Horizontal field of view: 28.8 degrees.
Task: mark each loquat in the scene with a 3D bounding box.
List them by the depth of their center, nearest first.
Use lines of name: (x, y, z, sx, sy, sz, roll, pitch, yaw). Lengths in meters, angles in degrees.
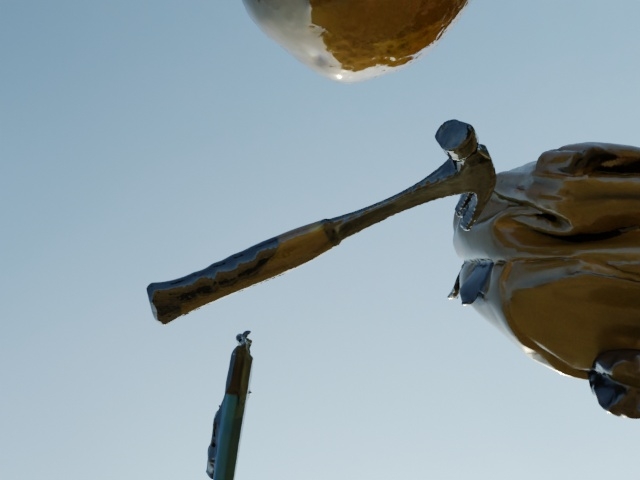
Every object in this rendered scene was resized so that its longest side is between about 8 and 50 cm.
loquat: (0.032, -0.214, 0.913, 0.187, 0.176, 0.234, -55, 1, 17)

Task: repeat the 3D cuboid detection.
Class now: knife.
knife: (-0.080, 0.204, 0.940, 0.026, 0.044, 0.296, 9, -79, -6)

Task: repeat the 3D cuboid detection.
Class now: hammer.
hammer: (0.000, 0.000, 0.662, 0.201, 0.021, 0.078, -24, -33, 11)

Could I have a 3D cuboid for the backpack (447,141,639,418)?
backpack: (0.299, 0.026, 1.057, 0.353, 0.378, 0.201, -22, -63, -82)
